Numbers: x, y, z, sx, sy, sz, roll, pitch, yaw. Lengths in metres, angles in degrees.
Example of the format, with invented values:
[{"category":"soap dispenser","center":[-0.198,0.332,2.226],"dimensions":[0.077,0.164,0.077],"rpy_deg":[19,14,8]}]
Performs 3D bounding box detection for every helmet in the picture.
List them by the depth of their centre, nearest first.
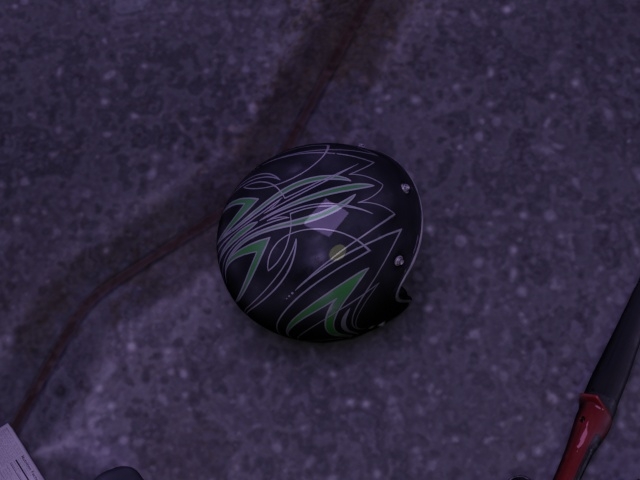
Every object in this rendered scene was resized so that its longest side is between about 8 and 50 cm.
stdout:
[{"category":"helmet","center":[0.000,0.000,1.560],"dimensions":[0.169,0.161,0.169],"rpy_deg":[-2,66,5]}]

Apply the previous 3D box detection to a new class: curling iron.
[{"category":"curling iron","center":[0.206,0.137,1.549],"dimensions":[0.068,0.035,0.274],"rpy_deg":[28,72,16]}]

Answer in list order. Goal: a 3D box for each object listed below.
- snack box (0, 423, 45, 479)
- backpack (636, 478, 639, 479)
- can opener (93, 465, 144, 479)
[{"category":"snack box","center":[-0.233,0.236,1.556],"dimensions":[0.064,0.022,0.178],"rpy_deg":[-32,67,-10]},{"category":"backpack","center":[0.270,0.253,1.464],"dimensions":[0.105,0.084,0.114],"rpy_deg":[8,62,10]},{"category":"can opener","center":[-0.079,0.294,1.503],"dimensions":[0.095,0.076,0.283],"rpy_deg":[-18,61,-38]}]
